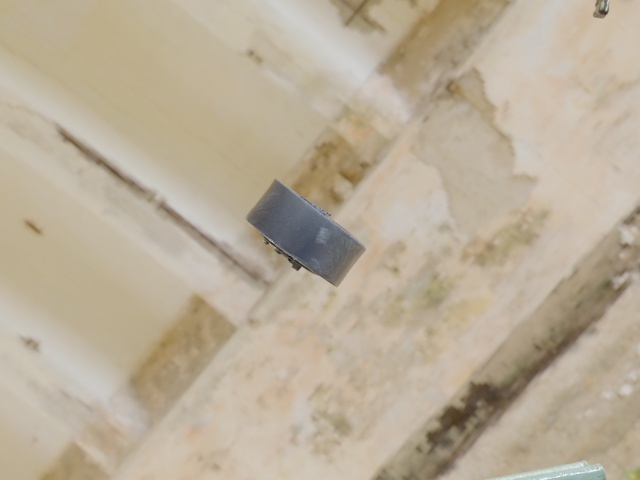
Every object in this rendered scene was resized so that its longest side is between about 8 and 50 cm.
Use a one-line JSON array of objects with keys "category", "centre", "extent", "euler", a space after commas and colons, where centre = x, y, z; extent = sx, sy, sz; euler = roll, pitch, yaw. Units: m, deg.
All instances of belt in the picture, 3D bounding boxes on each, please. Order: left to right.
[{"category": "belt", "centre": [-0.018, -0.006, 1.625], "extent": [0.082, 0.141, 0.190], "euler": [-52, -21, 2]}]

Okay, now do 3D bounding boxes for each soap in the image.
[{"category": "soap", "centre": [0.302, 0.377, 1.751], "extent": [0.198, 0.114, 0.063], "euler": [-6, -2, -18]}]

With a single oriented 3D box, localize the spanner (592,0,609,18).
[{"category": "spanner", "centre": [0.307, -0.368, 1.258], "extent": [0.093, 0.026, 0.325], "euler": [107, 176, -76]}]
